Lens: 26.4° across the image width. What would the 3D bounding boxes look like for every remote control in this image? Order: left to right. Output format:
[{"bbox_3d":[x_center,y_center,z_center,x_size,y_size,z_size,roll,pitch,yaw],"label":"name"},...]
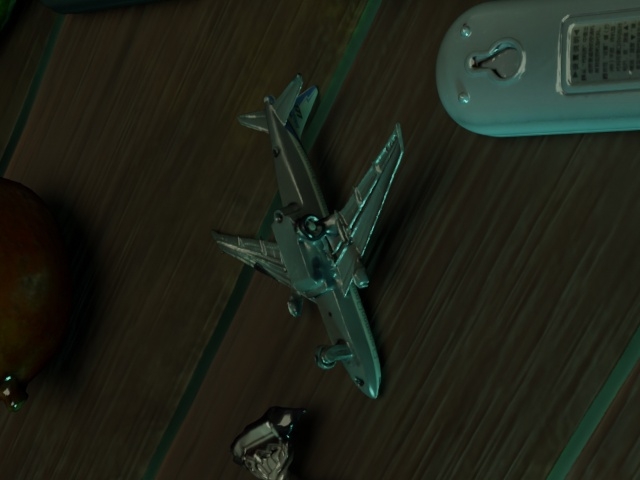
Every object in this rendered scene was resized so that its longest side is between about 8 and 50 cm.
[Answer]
[{"bbox_3d":[0.172,-0.108,0.808,0.244,0.047,0.087,-1,90,39],"label":"remote control"}]

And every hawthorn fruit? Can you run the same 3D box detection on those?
[{"bbox_3d":[-0.271,0.045,1.070,0.169,0.169,0.188,-44,62,27],"label":"hawthorn fruit"}]

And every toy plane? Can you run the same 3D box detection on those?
[{"bbox_3d":[-0.003,-0.001,0.928,0.226,0.058,0.226,-27,71,50],"label":"toy plane"}]

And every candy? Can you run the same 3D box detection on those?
[{"bbox_3d":[0.015,0.205,0.910,0.094,0.051,0.226,-50,62,12],"label":"candy"}]

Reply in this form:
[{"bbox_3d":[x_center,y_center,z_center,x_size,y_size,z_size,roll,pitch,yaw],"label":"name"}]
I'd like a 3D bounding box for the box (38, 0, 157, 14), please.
[{"bbox_3d":[-0.159,-0.298,1.069,0.160,0.050,0.230,0,87,38],"label":"box"}]

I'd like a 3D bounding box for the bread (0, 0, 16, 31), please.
[{"bbox_3d":[-0.424,-0.203,1.063,0.382,0.366,0.129,-30,65,-10],"label":"bread"}]
